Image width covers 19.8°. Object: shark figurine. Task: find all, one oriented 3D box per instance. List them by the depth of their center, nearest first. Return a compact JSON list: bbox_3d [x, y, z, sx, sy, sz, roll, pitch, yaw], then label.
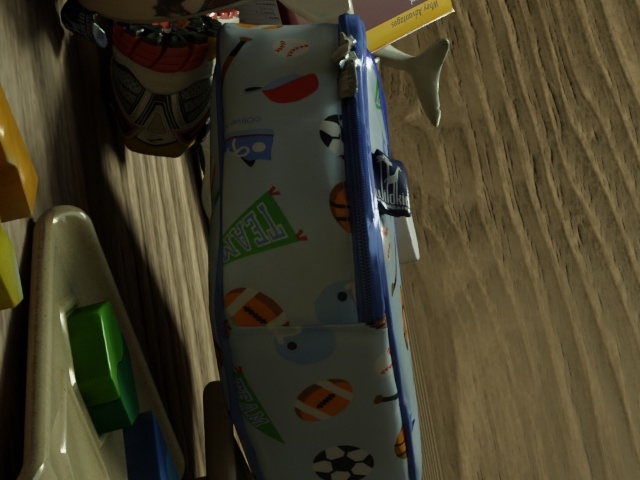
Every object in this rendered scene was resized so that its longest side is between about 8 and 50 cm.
[{"bbox_3d":[0.004,-0.218,2.042,0.116,0.278,0.166,-64,-161,-10],"label":"shark figurine"}]

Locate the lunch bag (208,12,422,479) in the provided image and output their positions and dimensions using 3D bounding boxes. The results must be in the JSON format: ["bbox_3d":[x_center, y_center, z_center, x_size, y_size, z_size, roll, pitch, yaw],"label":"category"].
[{"bbox_3d":[-0.001,0.015,1.122,0.243,0.115,0.303,-91,177,-46],"label":"lunch bag"}]

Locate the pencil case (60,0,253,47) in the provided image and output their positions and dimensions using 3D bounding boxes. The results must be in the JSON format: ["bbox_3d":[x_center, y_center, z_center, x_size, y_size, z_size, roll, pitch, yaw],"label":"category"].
[{"bbox_3d":[-0.127,-0.316,1.009,0.160,0.184,0.410,-52,135,-44],"label":"pencil case"}]

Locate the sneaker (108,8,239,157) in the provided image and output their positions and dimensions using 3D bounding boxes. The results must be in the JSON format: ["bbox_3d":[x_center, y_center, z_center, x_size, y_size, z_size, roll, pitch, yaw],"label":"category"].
[{"bbox_3d":[-0.105,-0.111,1.209,0.225,0.088,0.092,-80,179,-75],"label":"sneaker"}]

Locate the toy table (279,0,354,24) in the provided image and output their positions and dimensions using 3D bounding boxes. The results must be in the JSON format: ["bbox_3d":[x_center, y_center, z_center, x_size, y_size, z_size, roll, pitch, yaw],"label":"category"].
[{"bbox_3d":[-0.075,-0.260,1.321,0.274,0.161,0.252,-2,80,-84],"label":"toy table"}]

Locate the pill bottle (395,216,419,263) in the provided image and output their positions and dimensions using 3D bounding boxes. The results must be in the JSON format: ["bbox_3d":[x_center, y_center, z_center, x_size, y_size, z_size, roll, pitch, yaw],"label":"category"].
[{"bbox_3d":[0.000,0.000,1.501,0.086,0.152,0.086,-12,90,-84],"label":"pill bottle"}]

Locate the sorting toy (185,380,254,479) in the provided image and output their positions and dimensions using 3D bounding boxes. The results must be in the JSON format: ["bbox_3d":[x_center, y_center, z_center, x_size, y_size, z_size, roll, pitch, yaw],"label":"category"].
[{"bbox_3d":[-0.056,0.211,1.131,0.196,0.047,0.347,76,6,-46],"label":"sorting toy"}]

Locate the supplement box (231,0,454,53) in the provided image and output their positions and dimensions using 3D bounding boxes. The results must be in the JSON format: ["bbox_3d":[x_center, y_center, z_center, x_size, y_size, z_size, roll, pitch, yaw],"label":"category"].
[{"bbox_3d":[-0.010,-0.259,1.581,0.191,0.129,0.194,-30,117,-35],"label":"supplement box"}]

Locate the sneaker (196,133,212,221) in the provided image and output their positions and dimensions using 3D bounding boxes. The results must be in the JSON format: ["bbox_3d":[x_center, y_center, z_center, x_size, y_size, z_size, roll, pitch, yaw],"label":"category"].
[{"bbox_3d":[-0.069,-0.073,1.457,0.084,0.058,0.152,-42,114,-72],"label":"sneaker"}]

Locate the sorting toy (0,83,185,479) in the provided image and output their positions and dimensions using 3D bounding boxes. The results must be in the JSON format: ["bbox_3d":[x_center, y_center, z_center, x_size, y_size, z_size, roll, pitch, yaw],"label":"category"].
[{"bbox_3d":[-0.112,0.086,0.889,0.229,0.041,0.307,-93,169,-54],"label":"sorting toy"}]
